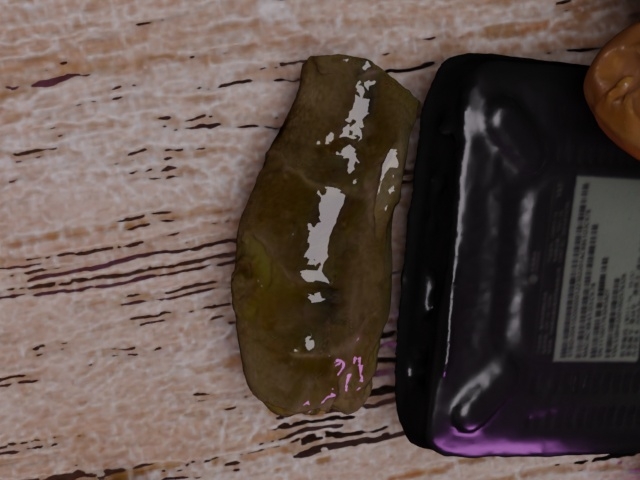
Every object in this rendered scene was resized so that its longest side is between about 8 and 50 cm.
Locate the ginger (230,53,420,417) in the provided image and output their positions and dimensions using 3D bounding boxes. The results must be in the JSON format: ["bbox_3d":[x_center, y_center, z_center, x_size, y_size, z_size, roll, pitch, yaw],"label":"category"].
[{"bbox_3d":[0.000,0.000,1.206,0.116,0.109,0.263,13,95,11],"label":"ginger"}]

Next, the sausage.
[{"bbox_3d":[0.296,-0.089,1.162,0.241,0.136,0.120,7,123,-30],"label":"sausage"}]

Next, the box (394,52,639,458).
[{"bbox_3d":[0.197,0.017,1.247,0.289,0.073,0.290,3,97,-26],"label":"box"}]
